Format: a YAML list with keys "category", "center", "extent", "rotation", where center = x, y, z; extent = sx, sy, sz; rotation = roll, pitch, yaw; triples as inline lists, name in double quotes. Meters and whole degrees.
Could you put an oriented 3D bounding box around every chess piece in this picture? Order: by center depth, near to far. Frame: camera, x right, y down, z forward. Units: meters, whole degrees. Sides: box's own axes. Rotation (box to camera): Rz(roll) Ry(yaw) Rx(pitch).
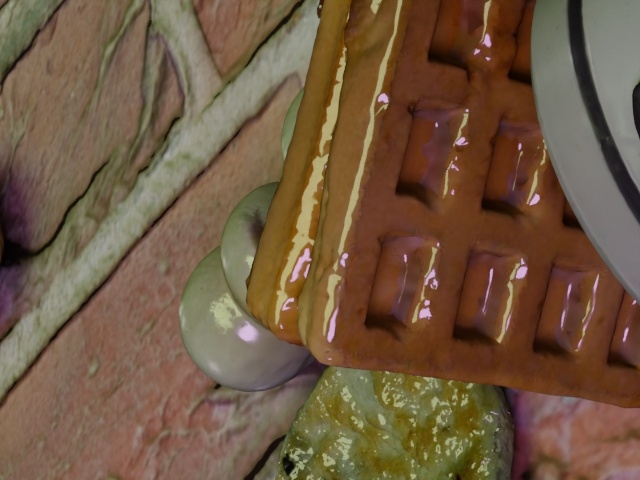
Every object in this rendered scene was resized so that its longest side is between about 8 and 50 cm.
- category: "chess piece"
  center: [0.000, 0.000, 0.976]
  extent: [0.243, 0.133, 0.133]
  rotation: [-51, 47, 39]

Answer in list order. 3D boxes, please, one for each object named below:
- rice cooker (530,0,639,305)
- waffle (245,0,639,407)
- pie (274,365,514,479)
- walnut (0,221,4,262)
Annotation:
- category: "rice cooker"
  center: [0.207, -0.068, 0.655]
  extent: [0.244, 0.226, 0.226]
  rotation: [-30, 60, 44]
- category: "waffle"
  center: [0.101, -0.092, 0.787]
  extent: [0.098, 0.224, 0.327]
  rotation: [22, 99, 59]
- category: "pie"
  center: [0.042, 0.139, 0.944]
  extent: [0.187, 0.041, 0.187]
  rotation: [-15, 70, 47]
- category: "walnut"
  center: [-0.346, 0.013, 1.345]
  extent: [0.197, 0.165, 0.165]
  rotation: [-41, 52, 27]
